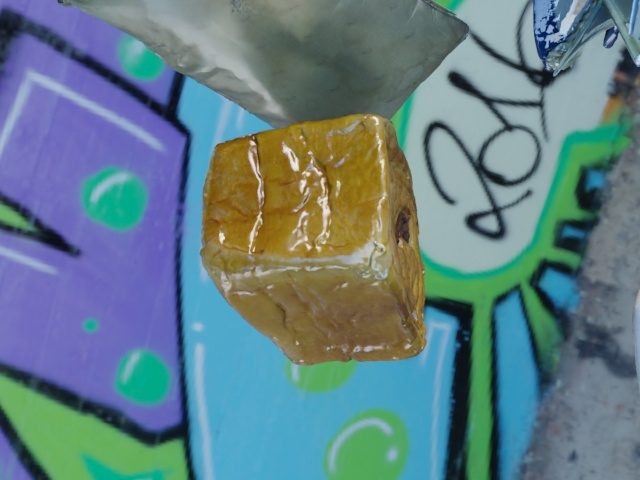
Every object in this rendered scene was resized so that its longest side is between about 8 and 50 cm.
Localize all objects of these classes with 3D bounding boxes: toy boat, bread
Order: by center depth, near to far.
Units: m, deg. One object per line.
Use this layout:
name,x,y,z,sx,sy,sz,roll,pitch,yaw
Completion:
toy boat,0.200,-0.188,0.770,0.210,0.070,0.292,104,179,-51
bread,0.000,0.000,0.811,0.143,0.158,0.149,-10,52,17

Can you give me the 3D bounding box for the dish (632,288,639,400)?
dish,0.218,0.076,0.443,0.064,0.234,0.154,-10,89,43

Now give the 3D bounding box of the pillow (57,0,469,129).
pillow,-0.049,-0.186,0.869,0.185,0.302,0.075,-46,25,30
